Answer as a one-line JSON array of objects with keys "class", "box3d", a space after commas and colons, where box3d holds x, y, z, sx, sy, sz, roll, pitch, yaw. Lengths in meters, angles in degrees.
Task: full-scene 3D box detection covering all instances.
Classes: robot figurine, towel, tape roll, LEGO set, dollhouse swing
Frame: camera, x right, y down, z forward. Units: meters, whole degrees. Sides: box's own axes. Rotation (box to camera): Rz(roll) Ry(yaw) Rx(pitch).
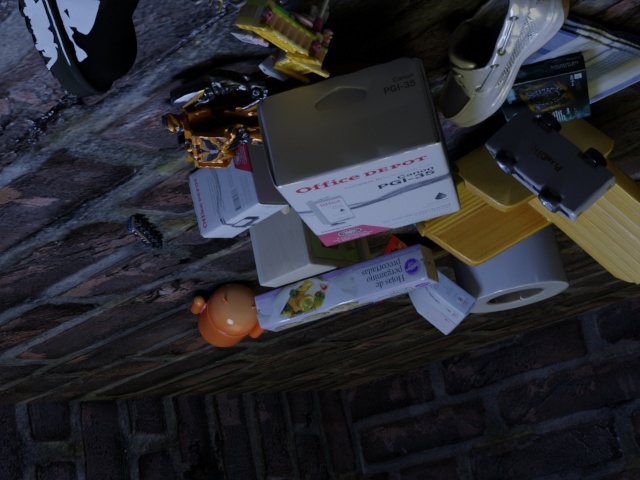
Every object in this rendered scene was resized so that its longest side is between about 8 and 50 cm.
[{"class": "robot figurine", "box3d": [-0.065, -0.165, 1.306, 0.291, 0.085, 0.211, -10, 163, -7]}, {"class": "towel", "box3d": [0.345, -0.250, 1.395, 0.285, 0.034, 0.209, 4, 160, -38]}, {"class": "tape roll", "box3d": [0.425, 0.052, 2.222, 0.246, 0.169, 0.246, -10, 164, -3]}, {"class": "LEGO set", "box3d": [-0.032, -0.253, 1.077, 0.132, 0.107, 0.287, 20, 178, 19]}, {"class": "dollhouse swing", "box3d": [0.388, -0.010, 1.685, 0.315, 0.305, 0.347, -29, 167, -10]}, {"class": "robot figurine", "box3d": [-0.211, 0.175, 2.280, 0.128, 0.158, 0.219, -35, 175, -28]}]

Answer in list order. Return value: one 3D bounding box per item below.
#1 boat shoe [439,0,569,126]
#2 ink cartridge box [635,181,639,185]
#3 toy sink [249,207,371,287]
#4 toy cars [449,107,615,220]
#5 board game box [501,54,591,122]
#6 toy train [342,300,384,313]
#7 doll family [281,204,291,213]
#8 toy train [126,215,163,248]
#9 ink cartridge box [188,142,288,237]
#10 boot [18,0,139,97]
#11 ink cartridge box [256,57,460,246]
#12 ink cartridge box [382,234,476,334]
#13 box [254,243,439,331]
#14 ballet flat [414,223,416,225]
[{"class": "boat shoe", "box3d": [0.202, -0.240, 1.231, 0.096, 0.098, 0.277, -4, 153, -22]}, {"class": "ink cartridge box", "box3d": [0.617, -0.083, 2.086, 0.181, 0.061, 0.104, 1, 159, -37]}, {"class": "toy sink", "box3d": [0.000, 0.000, 1.760, 0.131, 0.152, 0.234, -23, 159, 35]}, {"class": "toy cars", "box3d": [0.233, -0.096, 1.411, 0.394, 0.176, 0.087, 1, 152, 27]}, {"class": "board game box", "box3d": [0.324, -0.209, 1.416, 0.126, 0.026, 0.186, -11, 164, 15]}, {"class": "toy train", "box3d": [0.083, 0.047, 2.046, 0.105, 0.143, 0.248, -16, 160, -15]}, {"class": "doll family", "box3d": [0.000, -0.104, 1.550, 0.193, 0.111, 0.076, -6, 134, -9]}, {"class": "toy train", "box3d": [-0.317, -0.014, 1.756, 0.036, 0.027, 0.158, -2, 165, 5]}, {"class": "ink cartridge box", "box3d": [-0.129, -0.078, 1.512, 0.063, 0.109, 0.150, -1, 161, -44]}, {"class": "boot", "box3d": [-0.139, -0.252, 0.877, 0.260, 0.131, 0.348, -10, 163, -3]}, {"class": "ink cartridge box", "box3d": [0.058, -0.102, 1.247, 0.207, 0.117, 0.283, -15, 163, 9]}, {"class": "ink cartridge box", "box3d": [0.226, 0.104, 2.185, 0.066, 0.232, 0.189, -54, 174, -17]}, {"class": "box", "box3d": [0.041, 0.085, 1.692, 0.324, 0.063, 0.067, -18, 164, 20]}, {"class": "ballet flat", "box3d": [0.256, -0.042, 1.959, 0.077, 0.091, 0.241, -41, 158, 17]}]
